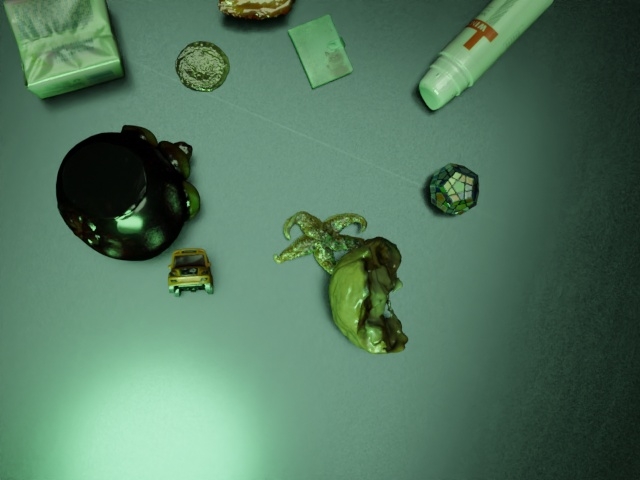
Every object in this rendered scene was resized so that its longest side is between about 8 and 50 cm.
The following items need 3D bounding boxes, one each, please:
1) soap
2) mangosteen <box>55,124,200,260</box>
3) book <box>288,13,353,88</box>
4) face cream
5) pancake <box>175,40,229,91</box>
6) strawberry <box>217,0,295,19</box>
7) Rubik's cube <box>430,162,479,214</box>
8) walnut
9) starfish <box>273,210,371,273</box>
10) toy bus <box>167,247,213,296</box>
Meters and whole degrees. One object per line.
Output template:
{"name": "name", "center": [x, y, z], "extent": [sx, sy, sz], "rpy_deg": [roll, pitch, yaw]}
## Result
{"name": "soap", "center": [-0.512, -0.404, 1.782], "extent": [0.200, 0.138, 0.182], "rpy_deg": [-16, 90, -6]}
{"name": "mangosteen", "center": [-0.371, -0.104, 1.733], "extent": [0.288, 0.233, 0.287], "rpy_deg": [-4, 72, 11]}
{"name": "book", "center": [0.004, -0.406, 1.887], "extent": [0.103, 0.017, 0.135], "rpy_deg": [-23, 89, -5]}
{"name": "face cream", "center": [0.345, -0.422, 1.877], "extent": [0.102, 0.102, 0.345], "rpy_deg": [45, 83, -1]}
{"name": "pancake", "center": [-0.249, -0.367, 1.866], "extent": [0.115, 0.011, 0.114], "rpy_deg": [0, 87, -5]}
{"name": "strawberry", "center": [-0.117, -0.528, 1.850], "extent": [0.140, 0.085, 0.192], "rpy_deg": [32, 90, -10]}
{"name": "Rubik's cube", "center": [0.283, -0.108, 1.857], "extent": [0.111, 0.111, 0.093], "rpy_deg": [-50, 120, -5]}
{"name": "walnut", "center": [0.085, 0.111, 1.787], "extent": [0.141, 0.204, 0.238], "rpy_deg": [-6, 78, 26]}
{"name": "starfish", "center": [0.001, 0.002, 1.860], "extent": [0.210, 0.053, 0.150], "rpy_deg": [-24, 77, -1]}
{"name": "toy bus", "center": [-0.257, 0.064, 1.753], "extent": [0.083, 0.194, 0.088], "rpy_deg": [-3, 84, -6]}
